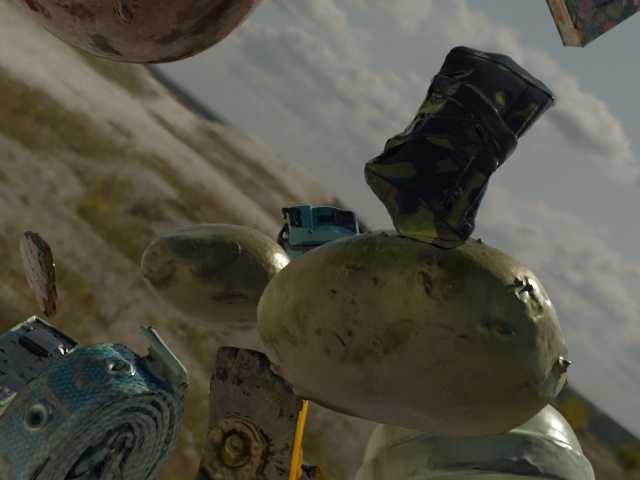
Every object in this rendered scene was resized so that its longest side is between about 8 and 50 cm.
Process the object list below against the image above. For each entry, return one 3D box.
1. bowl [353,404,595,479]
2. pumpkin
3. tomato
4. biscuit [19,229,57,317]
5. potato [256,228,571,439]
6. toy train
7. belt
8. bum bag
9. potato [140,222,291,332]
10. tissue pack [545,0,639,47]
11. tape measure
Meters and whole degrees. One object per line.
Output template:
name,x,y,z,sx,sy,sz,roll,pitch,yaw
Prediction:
bowl,0.193,0.283,1.723,0.307,0.307,0.163,36,42,-43
pumpkin,-0.061,0.277,1.607,0.139,0.280,0.190,10,-5,22
tomato,-0.168,-0.329,1.286,0.317,0.316,0.282,37,2,7
biscuit,-0.364,0.033,1.735,0.119,0.019,0.130,65,-26,14
potato,0.081,0.087,1.274,0.307,0.173,0.210,1,-30,26
toy train,-0.418,0.185,1.751,0.086,0.088,0.407,33,8,1
belt,-0.183,0.163,1.047,0.148,0.163,0.082,-16,44,-37
bum bag,0.115,-0.082,1.132,0.107,0.232,0.060,33,-38,7
potato,-0.143,0.049,1.933,0.235,0.160,0.178,11,-16,-29
tissue pack,0.370,-0.336,1.775,0.108,0.148,0.060,64,-17,-18
tape measure,0.000,0.000,2.231,0.146,0.125,0.081,1,48,-7
